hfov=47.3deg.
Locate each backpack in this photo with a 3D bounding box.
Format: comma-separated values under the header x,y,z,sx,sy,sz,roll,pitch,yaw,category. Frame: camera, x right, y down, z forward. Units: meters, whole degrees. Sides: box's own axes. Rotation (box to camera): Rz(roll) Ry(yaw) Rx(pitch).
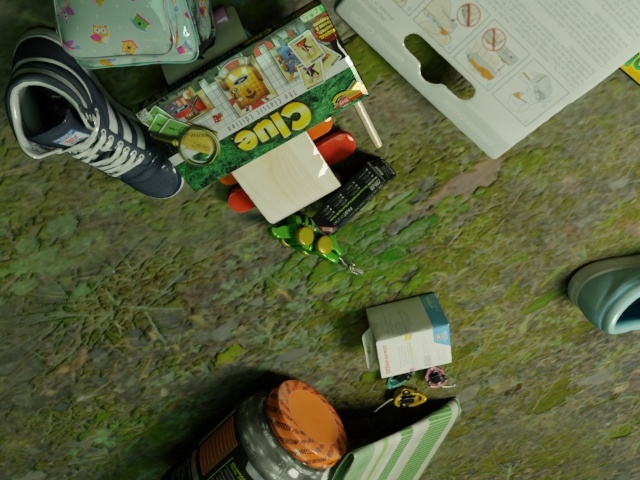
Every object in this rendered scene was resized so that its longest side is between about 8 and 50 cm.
x,y,z,sx,sy,sz,roll,pitch,yaw,category
-0.214,-0.290,0.811,0.166,0.144,0.188,0,109,10,backpack

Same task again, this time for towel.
x,y,z,sx,sy,sz,roll,pitch,yaw,category
0.124,0.424,1.375,0.325,0.038,0.247,-10,134,-44,towel

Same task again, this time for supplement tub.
x,y,z,sx,sy,sz,roll,pitch,yaw,category
-0.124,0.413,1.301,0.207,0.207,0.338,34,113,-30,supplement tub

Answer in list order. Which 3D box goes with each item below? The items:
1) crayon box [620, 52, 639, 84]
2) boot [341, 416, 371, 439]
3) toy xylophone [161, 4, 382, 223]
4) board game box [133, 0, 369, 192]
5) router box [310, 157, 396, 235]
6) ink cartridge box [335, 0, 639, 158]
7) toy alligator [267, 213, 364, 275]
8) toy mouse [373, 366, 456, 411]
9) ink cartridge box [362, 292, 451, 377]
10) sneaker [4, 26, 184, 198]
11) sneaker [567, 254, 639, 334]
x,y,z,sx,sy,sz,roll,pitch,yaw,category
0.472,-0.295,0.996,0.279,0.081,0.165,27,116,-27,crayon box
0.047,0.390,1.431,0.114,0.037,0.106,-7,129,-12,boot
-0.057,-0.161,0.981,0.236,0.081,0.322,-22,127,4,toy xylophone
-0.082,-0.172,0.899,0.260,0.030,0.136,-29,128,9,board game box
0.050,-0.064,1.065,0.122,0.092,0.038,-43,87,19,router box
0.254,-0.324,0.891,0.308,0.091,0.385,40,128,-12,ink cartridge box
0.000,0.000,1.133,0.190,0.056,0.051,25,74,-33,toy alligator
0.177,0.250,1.357,0.161,0.031,0.143,-6,126,-8,toy mouse
0.141,0.163,1.250,0.143,0.090,0.092,-12,126,-2,ink cartridge box
-0.278,-0.123,0.917,0.099,0.153,0.282,-33,125,12,sneaker
0.630,0.091,1.264,0.366,0.150,0.135,-16,128,0,sneaker
